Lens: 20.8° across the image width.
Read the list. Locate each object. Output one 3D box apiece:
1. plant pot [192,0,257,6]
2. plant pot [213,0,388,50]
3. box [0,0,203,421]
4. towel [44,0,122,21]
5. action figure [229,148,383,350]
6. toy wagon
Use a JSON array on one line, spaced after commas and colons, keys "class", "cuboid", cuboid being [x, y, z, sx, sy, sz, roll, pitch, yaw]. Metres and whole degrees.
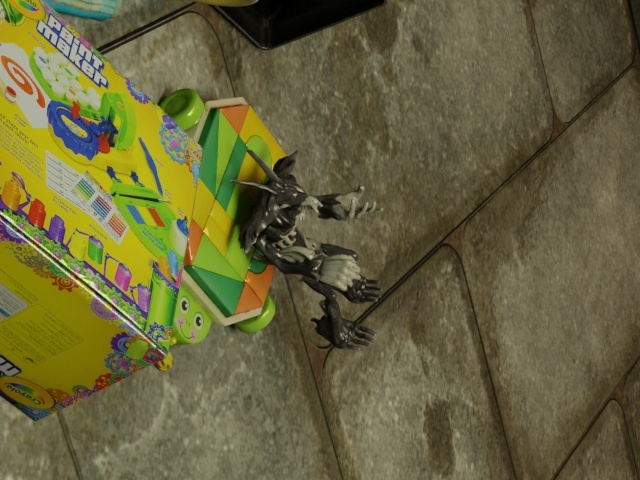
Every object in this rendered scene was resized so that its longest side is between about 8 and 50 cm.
[{"class": "plant pot", "cuboid": [-0.122, -0.404, 1.982, 0.254, 0.254, 0.239, 22, 77, -57]}, {"class": "plant pot", "cuboid": [-0.043, -0.377, 2.177, 0.187, 0.188, 0.167, 37, 42, -51]}, {"class": "box", "cuboid": [-0.277, -0.044, 1.592, 0.290, 0.177, 0.279, 43, 35, -31]}, {"class": "towel", "cuboid": [-0.334, -0.386, 1.806, 0.370, 0.040, 0.271, 8, 77, -59]}, {"class": "action figure", "cuboid": [0.000, 0.000, 2.075, 0.276, 0.141, 0.164, 58, 40, -42]}, {"class": "toy wagon", "cuboid": [-0.127, -0.001, 2.059, 0.267, 0.068, 0.344, 53, 42, -41]}]
